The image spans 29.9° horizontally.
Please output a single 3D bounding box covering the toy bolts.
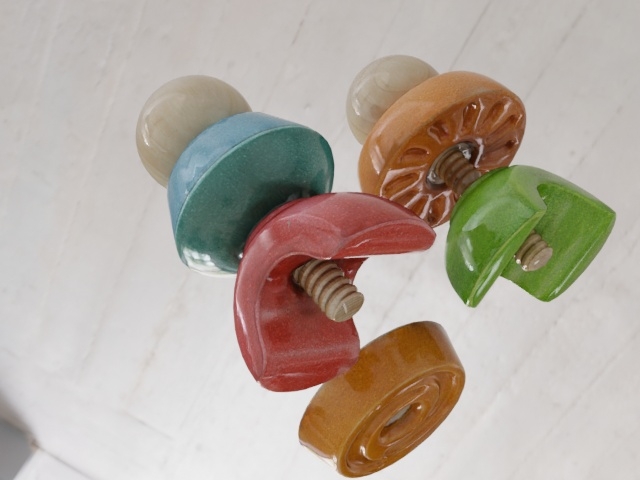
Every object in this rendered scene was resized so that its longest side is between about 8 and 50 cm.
[{"bbox_3d":[0.000,0.000,0.623,0.158,0.228,0.218,49,116,30],"label":"toy bolts"}]
